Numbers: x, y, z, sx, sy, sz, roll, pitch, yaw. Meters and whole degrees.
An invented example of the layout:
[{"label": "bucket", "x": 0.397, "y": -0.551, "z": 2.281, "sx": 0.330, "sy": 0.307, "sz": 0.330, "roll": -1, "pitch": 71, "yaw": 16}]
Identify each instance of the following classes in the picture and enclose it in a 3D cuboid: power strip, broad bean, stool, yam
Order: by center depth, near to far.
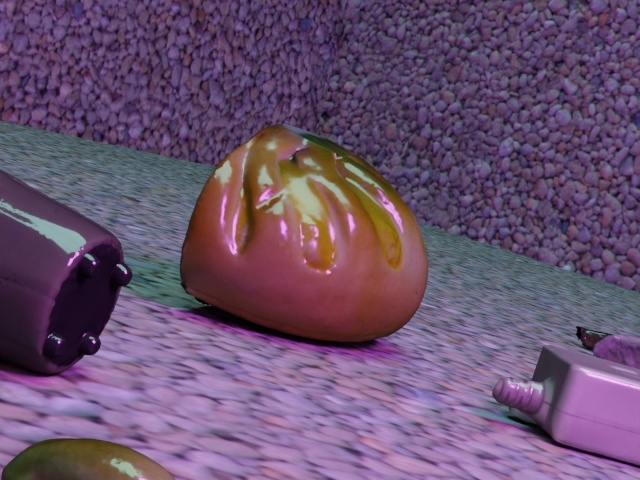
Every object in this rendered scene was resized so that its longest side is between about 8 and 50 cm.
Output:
[{"label": "broad bean", "x": -0.076, "y": 0.088, "z": 0.457, "sx": 0.063, "sy": 0.045, "sz": 0.083, "roll": 15, "pitch": -3, "yaw": -22}, {"label": "stool", "x": -0.163, "y": 0.017, "z": 0.714, "sx": 0.110, "sy": 0.096, "sz": 0.096, "roll": 23, "pitch": 7, "yaw": 17}, {"label": "power strip", "x": 0.282, "y": 0.138, "z": 0.952, "sx": 0.338, "sy": 0.058, "sz": 0.098, "roll": 15, "pitch": 5, "yaw": -6}, {"label": "yam", "x": 0.351, "y": 0.127, "z": 1.540, "sx": 0.129, "sy": 0.033, "sz": 0.027, "roll": 13, "pitch": 30, "yaw": 21}]

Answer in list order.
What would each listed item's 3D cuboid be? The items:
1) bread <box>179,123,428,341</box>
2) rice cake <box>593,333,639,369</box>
[{"label": "bread", "x": 0.011, "y": 0.002, "z": 1.091, "sx": 0.156, "sy": 0.158, "sz": 0.260, "roll": 21, "pitch": 8, "yaw": 17}, {"label": "rice cake", "x": 0.397, "y": 0.150, "z": 1.243, "sx": 0.106, "sy": 0.050, "sz": 0.298, "roll": 10, "pitch": 7, "yaw": -43}]
